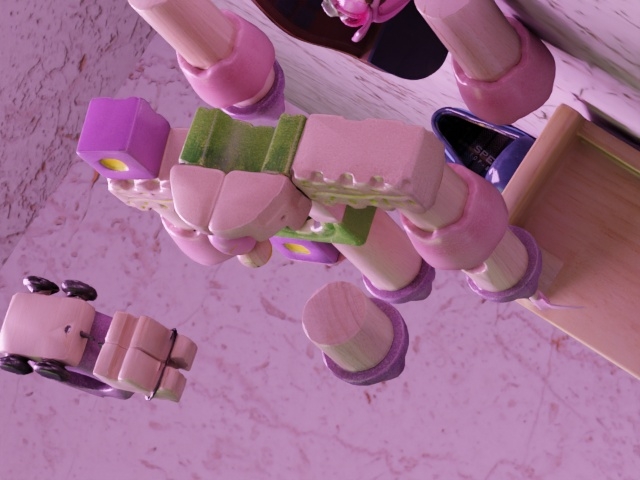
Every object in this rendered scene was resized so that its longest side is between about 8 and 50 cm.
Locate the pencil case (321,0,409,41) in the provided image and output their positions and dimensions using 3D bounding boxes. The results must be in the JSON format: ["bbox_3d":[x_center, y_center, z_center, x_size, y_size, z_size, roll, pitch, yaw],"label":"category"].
[{"bbox_3d":[-0.034,-0.189,0.886,0.209,0.098,0.095,34,-179,9],"label":"pencil case"}]

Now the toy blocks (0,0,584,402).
[{"bbox_3d":[0.000,0.000,1.219,0.289,0.308,0.260,6,159,29],"label":"toy blocks"}]

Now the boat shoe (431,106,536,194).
[{"bbox_3d":[0.183,-0.049,1.712,0.089,0.109,0.258,38,175,-42],"label":"boat shoe"}]

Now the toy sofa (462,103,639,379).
[{"bbox_3d":[0.298,0.056,1.352,0.363,0.150,0.177,33,-175,19],"label":"toy sofa"}]

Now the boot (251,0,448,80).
[{"bbox_3d":[-0.013,-0.189,1.350,0.219,0.082,0.106,31,179,-31],"label":"boot"}]
